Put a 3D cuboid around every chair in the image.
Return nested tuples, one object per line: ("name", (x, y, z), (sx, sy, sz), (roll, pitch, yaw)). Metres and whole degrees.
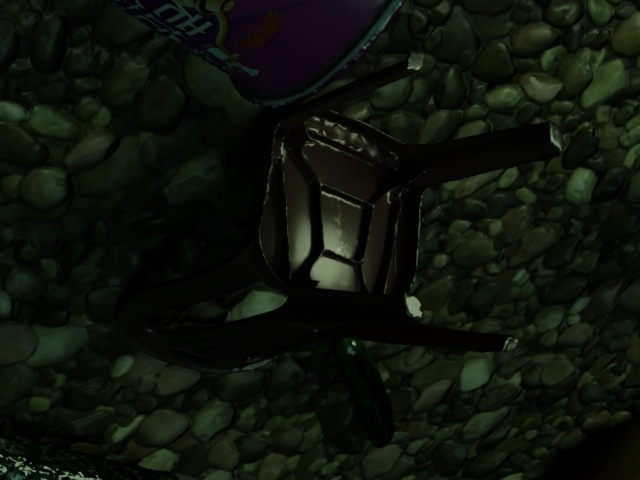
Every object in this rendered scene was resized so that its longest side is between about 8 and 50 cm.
("chair", (0.000, 0.000, 0.977), (0.176, 0.183, 0.326), (22, 159, -40))

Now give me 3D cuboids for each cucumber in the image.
("cucumber", (0.044, 0.139, 1.174), (0.036, 0.033, 0.184), (-43, 140, -19))
("cucumber", (-0.238, 0.195, 1.051), (0.294, 0.067, 0.067), (24, 113, -39))

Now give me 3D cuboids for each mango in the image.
("mango", (0.367, 0.244, 1.381), (0.268, 0.111, 0.133), (-31, 124, -8))

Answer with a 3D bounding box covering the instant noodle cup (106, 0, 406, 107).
("instant noodle cup", (-0.061, -0.220, 0.681), (0.190, 0.251, 0.251), (22, 115, -29))
